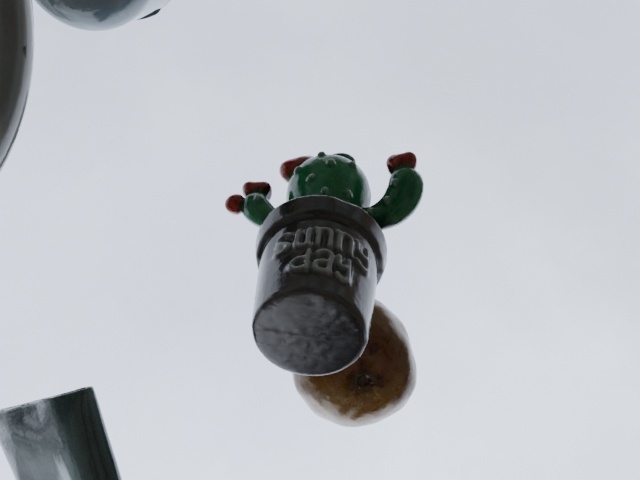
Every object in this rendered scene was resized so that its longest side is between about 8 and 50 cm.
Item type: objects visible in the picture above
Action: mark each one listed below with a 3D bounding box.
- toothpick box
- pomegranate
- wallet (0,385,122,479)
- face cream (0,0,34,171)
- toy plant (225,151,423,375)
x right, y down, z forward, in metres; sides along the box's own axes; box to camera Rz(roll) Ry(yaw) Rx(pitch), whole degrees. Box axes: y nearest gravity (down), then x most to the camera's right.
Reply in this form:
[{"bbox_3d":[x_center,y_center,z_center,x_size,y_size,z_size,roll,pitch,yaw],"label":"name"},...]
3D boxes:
[{"bbox_3d":[-0.360,-0.489,1.320,0.263,0.263,0.354,16,-158,-6],"label":"toothpick box"},{"bbox_3d":[0.052,0.182,1.184,0.207,0.207,0.207,5,-116,-11],"label":"pomegranate"},{"bbox_3d":[-0.352,0.334,1.050,0.054,0.290,0.251,-16,-94,-46],"label":"wallet"},{"bbox_3d":[-0.247,-0.088,0.296,0.187,0.201,0.201,9,-120,23],"label":"face cream"},{"bbox_3d":[0.012,-0.005,1.100,0.185,0.279,0.400,52,-154,-28],"label":"toy plant"}]
